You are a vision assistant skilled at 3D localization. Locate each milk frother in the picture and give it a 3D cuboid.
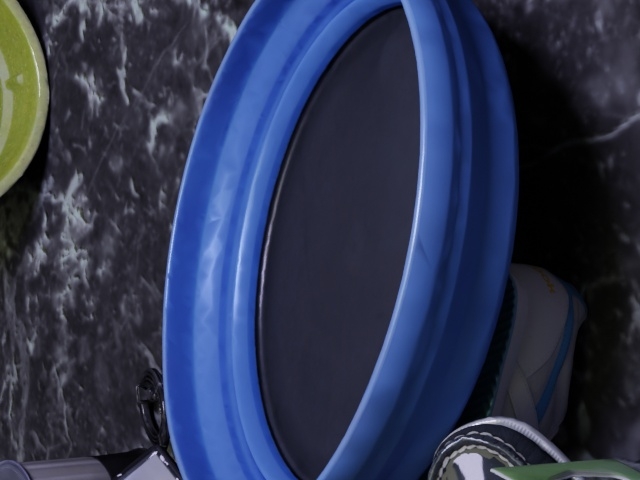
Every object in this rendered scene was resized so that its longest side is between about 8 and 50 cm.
[{"bbox_3d":[-0.189,0.183,1.187,0.129,0.135,0.143,-22,73,44],"label":"milk frother"}]

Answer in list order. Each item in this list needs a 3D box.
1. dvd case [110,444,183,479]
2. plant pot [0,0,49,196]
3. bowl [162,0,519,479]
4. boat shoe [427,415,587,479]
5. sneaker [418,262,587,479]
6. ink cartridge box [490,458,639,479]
[{"bbox_3d":[-0.113,0.298,1.059,0.180,0.022,0.253,-39,71,-9],"label":"dvd case"},{"bbox_3d":[-0.437,-0.126,1.399,0.254,0.276,0.276,-17,76,58],"label":"plant pot"},{"bbox_3d":[0.000,0.000,0.952,0.391,0.077,0.391,-37,47,55],"label":"bowl"},{"bbox_3d":[0.120,0.232,0.739,0.114,0.091,0.302,-29,70,20],"label":"boat shoe"},{"bbox_3d":[0.102,0.125,0.902,0.087,0.092,0.228,31,108,45],"label":"sneaker"},{"bbox_3d":[0.181,0.172,0.679,0.209,0.109,0.062,24,105,45],"label":"ink cartridge box"}]
